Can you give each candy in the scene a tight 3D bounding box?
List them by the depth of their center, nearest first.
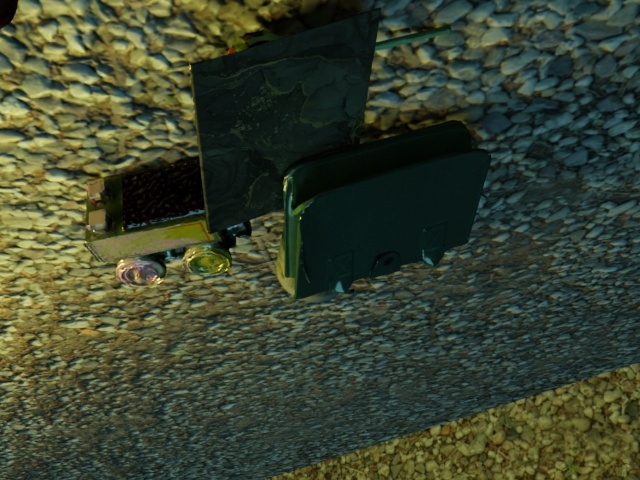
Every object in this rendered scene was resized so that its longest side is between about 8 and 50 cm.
[{"bbox_3d":[0.025,-0.249,1.026,0.305,0.091,0.083,-16,-176,-8],"label":"candy"}]

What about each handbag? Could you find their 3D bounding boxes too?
[{"bbox_3d":[0.100,-0.041,1.219,0.326,0.089,0.238,-18,137,-19],"label":"handbag"}]

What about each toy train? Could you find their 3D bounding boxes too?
[{"bbox_3d":[-0.249,-0.023,1.266,0.260,0.134,0.177,-10,149,4],"label":"toy train"}]

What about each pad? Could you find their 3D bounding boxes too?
[{"bbox_3d":[-0.047,-0.142,1.064,0.247,0.007,0.367,-20,153,-16],"label":"pad"}]

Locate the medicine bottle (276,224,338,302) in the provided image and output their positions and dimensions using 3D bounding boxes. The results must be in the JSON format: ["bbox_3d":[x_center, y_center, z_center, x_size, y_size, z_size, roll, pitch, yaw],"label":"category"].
[{"bbox_3d":[0.000,0.000,1.357,0.135,0.135,0.215,-1,144,-12],"label":"medicine bottle"}]

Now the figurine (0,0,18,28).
[{"bbox_3d":[-0.442,-0.271,0.819,0.240,0.116,0.175,2,148,-15],"label":"figurine"}]
